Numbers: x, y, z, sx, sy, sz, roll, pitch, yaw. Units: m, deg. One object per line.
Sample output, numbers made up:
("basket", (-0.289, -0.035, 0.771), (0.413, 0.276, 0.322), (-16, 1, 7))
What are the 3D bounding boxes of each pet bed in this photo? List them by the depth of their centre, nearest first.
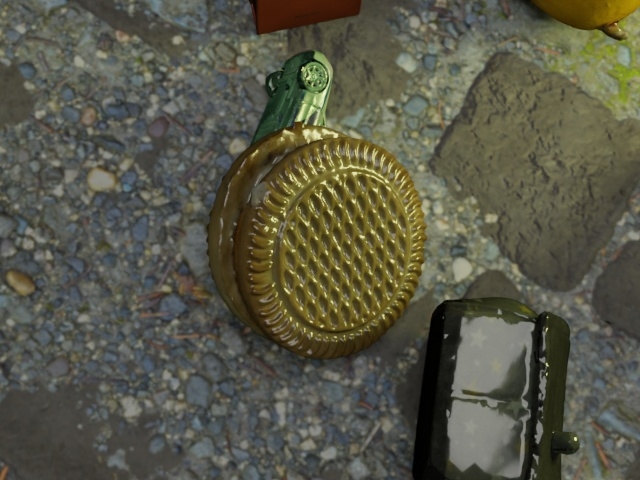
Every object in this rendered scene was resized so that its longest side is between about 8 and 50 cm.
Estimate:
("pet bed", (0.189, 0.171, 1.337), (0.159, 0.183, 0.210), (8, 78, 1))

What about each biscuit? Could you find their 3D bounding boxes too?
("biscuit", (0.000, 0.000, 1.365), (0.259, 0.079, 0.259), (-7, 102, -35))

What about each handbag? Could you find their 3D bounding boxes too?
("handbag", (-0.015, -0.293, 1.420), (0.127, 0.190, 0.062), (-12, 78, -6))

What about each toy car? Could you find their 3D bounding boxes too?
("toy car", (-0.038, -0.104, 1.432), (0.076, 0.090, 0.224), (27, 76, -25))

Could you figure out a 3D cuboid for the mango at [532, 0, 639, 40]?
("mango", (0.283, -0.375, 1.483), (0.176, 0.119, 0.316), (-31, 86, 11))
